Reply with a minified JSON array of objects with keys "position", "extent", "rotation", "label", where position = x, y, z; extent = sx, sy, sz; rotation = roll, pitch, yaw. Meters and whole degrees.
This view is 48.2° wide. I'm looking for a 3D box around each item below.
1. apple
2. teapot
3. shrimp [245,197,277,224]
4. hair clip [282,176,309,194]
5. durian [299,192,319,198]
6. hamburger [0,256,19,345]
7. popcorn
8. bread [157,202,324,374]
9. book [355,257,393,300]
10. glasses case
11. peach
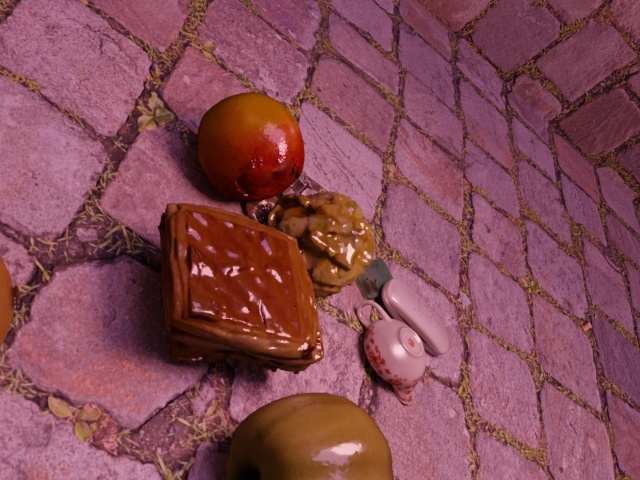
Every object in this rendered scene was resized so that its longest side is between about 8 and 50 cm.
[{"position":[-0.013,0.383,1.169],"extent":[0.279,0.279,0.279],"rotation":[29,41,-29],"label":"apple"},{"position":[0.162,0.238,1.604],"extent":[0.159,0.116,0.245],"rotation":[-10,62,-40],"label":"teapot"},{"position":[-0.102,-0.041,1.588],"extent":[0.162,0.045,0.095],"rotation":[47,36,-10],"label":"shrimp"},{"position":[-0.099,-0.204,1.652],"extent":[0.054,0.140,0.220],"rotation":[-11,68,-35],"label":"hair clip"},{"position":[0.000,-0.070,1.708],"extent":[0.110,0.071,0.140],"rotation":[-13,65,-52],"label":"durian"},{"position":[-0.518,0.113,0.868],"extent":[0.302,0.186,0.261],"rotation":[51,33,15],"label":"hamburger"},{"position":[0.000,0.000,1.513],"extent":[0.259,0.212,0.258],"rotation":[7,79,-40],"label":"popcorn"},{"position":[-0.162,0.098,1.295],"extent":[0.325,0.167,0.277],"rotation":[20,47,-38],"label":"bread"},{"position":[0.135,0.096,1.757],"extent":[0.135,0.017,0.103],"rotation":[-6,64,-50],"label":"book"},{"position":[0.235,0.188,1.746],"extent":[0.233,0.059,0.092],"rotation":[46,41,-16],"label":"glasses case"},{"position":[-0.146,-0.195,1.513],"extent":[0.231,0.231,0.230],"rotation":[29,41,-29],"label":"peach"}]
